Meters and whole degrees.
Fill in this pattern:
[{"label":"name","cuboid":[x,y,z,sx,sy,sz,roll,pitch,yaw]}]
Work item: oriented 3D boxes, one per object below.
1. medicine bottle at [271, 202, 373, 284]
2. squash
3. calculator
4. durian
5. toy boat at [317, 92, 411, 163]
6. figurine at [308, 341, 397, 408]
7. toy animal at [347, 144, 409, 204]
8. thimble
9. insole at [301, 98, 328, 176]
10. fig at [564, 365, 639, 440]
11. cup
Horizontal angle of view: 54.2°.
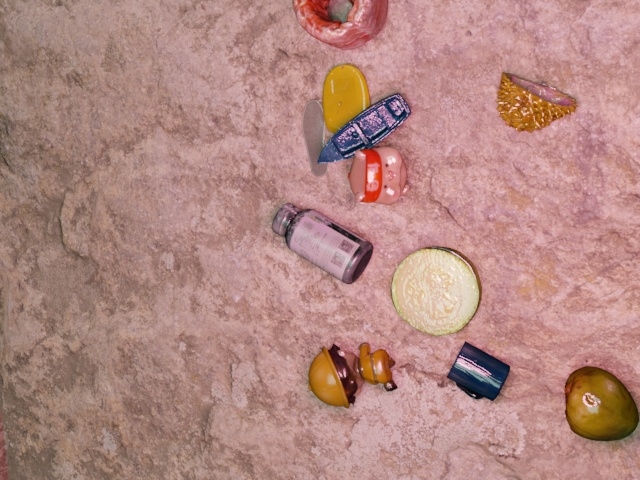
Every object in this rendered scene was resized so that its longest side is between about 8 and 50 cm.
[{"label":"medicine bottle","cuboid":[0.000,0.000,1.828,0.293,0.141,0.141,31,108,17]},{"label":"squash","cuboid":[0.325,0.137,1.758,0.252,0.049,0.252,2,96,25]},{"label":"calculator","cuboid":[0.074,-0.388,1.806,0.146,0.032,0.235,-2,97,24]},{"label":"durian","cuboid":[0.528,-0.352,1.573,0.182,0.165,0.132,39,79,-9]},{"label":"toy boat","cuboid":[0.113,-0.306,1.756,0.299,0.062,0.096,-33,110,16]},{"label":"figurine","cuboid":[0.085,0.387,1.829,0.256,0.167,0.192,-23,74,22]},{"label":"toy animal","cuboid":[0.158,-0.180,1.704,0.171,0.197,0.171,5,102,27]},{"label":"thimble","cuboid":[0.059,-0.648,1.712,0.239,0.162,0.239,2,94,23]},{"label":"insole","cuboid":[-0.017,-0.305,1.872,0.080,0.003,0.232,-4,95,24]},{"label":"fig","cuboid":[0.695,0.413,1.555,0.191,0.181,0.181,24,106,1]},{"label":"cup","cuboid":[0.433,0.363,1.715,0.138,0.150,0.113,28,73,17]}]
